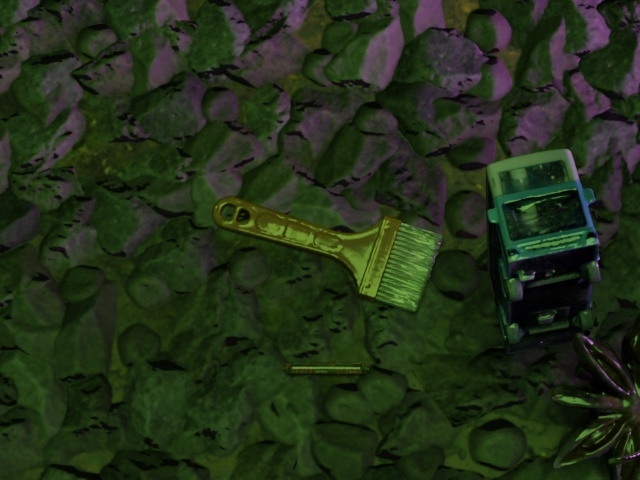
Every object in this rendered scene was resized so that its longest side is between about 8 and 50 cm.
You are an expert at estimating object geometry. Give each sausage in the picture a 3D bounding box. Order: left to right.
[{"bbox_3d":[0.006,0.146,1.692,0.100,0.015,0.015,0,73,6],"label":"sausage"}]

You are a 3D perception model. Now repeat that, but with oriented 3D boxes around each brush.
[{"bbox_3d":[0.000,0.000,1.740,0.272,0.013,0.103,17,75,11],"label":"brush"}]

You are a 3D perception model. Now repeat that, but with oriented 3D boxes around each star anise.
[{"bbox_3d":[0.350,0.188,1.603,0.230,0.081,0.262,-38,102,-7],"label":"star anise"}]

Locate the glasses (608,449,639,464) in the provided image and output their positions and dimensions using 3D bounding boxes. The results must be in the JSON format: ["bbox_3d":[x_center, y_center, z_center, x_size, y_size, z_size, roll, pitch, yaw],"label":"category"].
[{"bbox_3d":[0.413,0.244,1.526,0.207,0.102,0.239,36,79,-21],"label":"glasses"}]

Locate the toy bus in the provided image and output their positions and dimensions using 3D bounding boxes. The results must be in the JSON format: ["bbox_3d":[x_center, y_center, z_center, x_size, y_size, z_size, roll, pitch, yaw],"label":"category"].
[{"bbox_3d":[0.229,0.023,1.563,0.106,0.297,0.131,-12,66,2],"label":"toy bus"}]
